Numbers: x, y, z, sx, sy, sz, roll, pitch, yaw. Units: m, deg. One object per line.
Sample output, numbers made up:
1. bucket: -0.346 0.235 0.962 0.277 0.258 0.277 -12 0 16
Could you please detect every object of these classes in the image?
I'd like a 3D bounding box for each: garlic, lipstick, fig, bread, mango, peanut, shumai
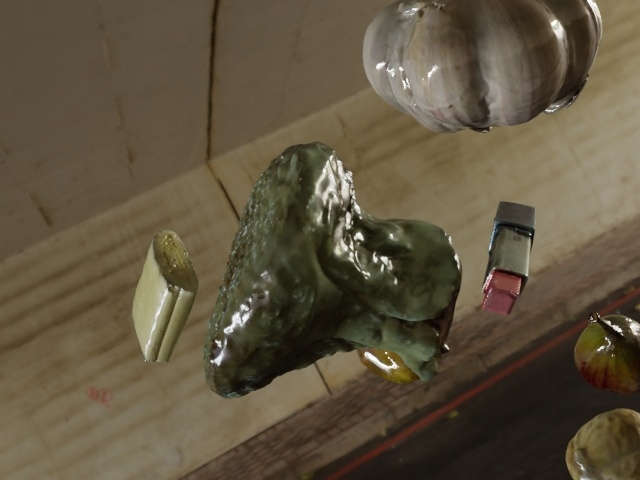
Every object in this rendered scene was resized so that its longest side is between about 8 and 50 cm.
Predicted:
1. garlic: 0.156 -0.180 0.737 0.228 0.152 0.228 -11 31 7
2. lipstick: 0.212 0.020 0.873 0.051 0.051 0.312 14 20 11
3. fig: 0.589 0.209 1.569 0.170 0.274 0.145 11 65 36
4. bread: -0.252 0.092 1.228 0.060 0.139 0.178 -2 -46 -31
5. mango: 0.157 0.175 1.560 0.166 0.236 0.136 -4 -32 -6
6. peanut: 0.482 0.348 1.275 0.159 0.109 0.140 -36 33 10
7. shumai: 0.025 0.070 1.087 0.324 0.323 0.397 -87 18 -47
